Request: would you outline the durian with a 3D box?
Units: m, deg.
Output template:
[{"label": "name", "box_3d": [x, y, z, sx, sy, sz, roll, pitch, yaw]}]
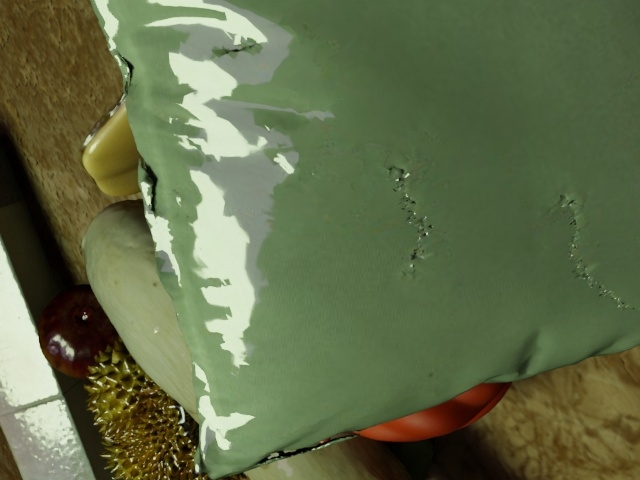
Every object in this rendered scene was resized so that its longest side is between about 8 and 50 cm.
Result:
[{"label": "durian", "box_3d": [-0.117, 0.138, 0.828, 0.158, 0.137, 0.168, 40, 151, -8]}]

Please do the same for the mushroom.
[{"label": "mushroom", "box_3d": [-0.043, 0.102, 0.681, 0.351, 0.095, 0.123, 48, 175, 17]}]

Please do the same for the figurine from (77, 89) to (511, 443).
[{"label": "figurine", "box_3d": [-0.005, 0.006, 0.570, 0.257, 0.181, 0.208, 48, 161, 14]}]

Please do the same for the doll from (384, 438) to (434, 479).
[{"label": "doll", "box_3d": [0.035, 0.190, 0.748, 0.115, 0.077, 0.150, 23, 118, 23]}]

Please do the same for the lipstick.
[{"label": "lipstick", "box_3d": [-0.287, 0.088, 0.976, 0.076, 0.080, 0.372, -18, 98, 10]}]

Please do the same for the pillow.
[{"label": "pillow", "box_3d": [0.064, -0.073, 0.401, 0.119, 0.312, 0.310, -122, 17, -74]}]

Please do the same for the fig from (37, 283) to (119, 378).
[{"label": "fig", "box_3d": [-0.214, 0.096, 0.952, 0.089, 0.089, 0.125, 45, 157, 17]}]
